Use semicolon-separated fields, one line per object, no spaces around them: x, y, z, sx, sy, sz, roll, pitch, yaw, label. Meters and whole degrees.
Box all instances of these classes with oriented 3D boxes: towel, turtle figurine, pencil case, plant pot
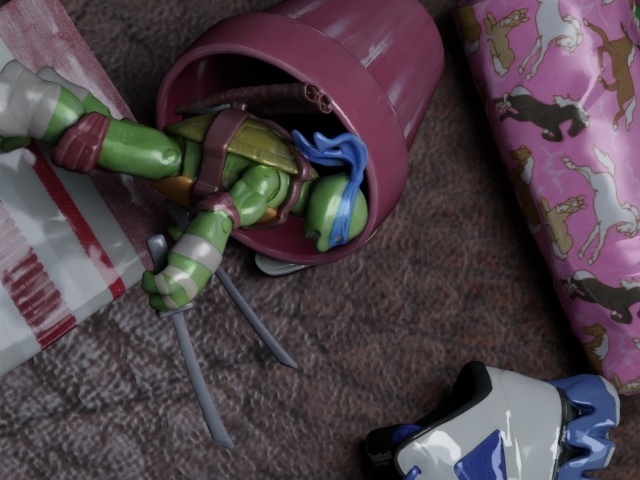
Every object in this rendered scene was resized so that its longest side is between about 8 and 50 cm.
-0.274;-0.015;1.299;0.329;0.037;0.237;-36;100;-24;towel
-0.119;-0.004;1.239;0.266;0.275;0.198;27;39;5;turtle figurine
0.249;-0.057;1.489;0.167;0.160;0.386;-20;92;15;pencil case
0.000;-0.112;1.367;0.201;0.201;0.180;49;50;-11;plant pot

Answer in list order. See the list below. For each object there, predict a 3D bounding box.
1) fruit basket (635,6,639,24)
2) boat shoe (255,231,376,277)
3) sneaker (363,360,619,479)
0.467;-0.347;1.560;0.392;0.283;0.392;-3;99;-24;fruit basket
0.000;0.000;1.424;0.125;0.038;0.046;-35;62;-26;boat shoe
0.109;0.234;1.406;0.182;0.127;0.315;20;75;-11;sneaker
